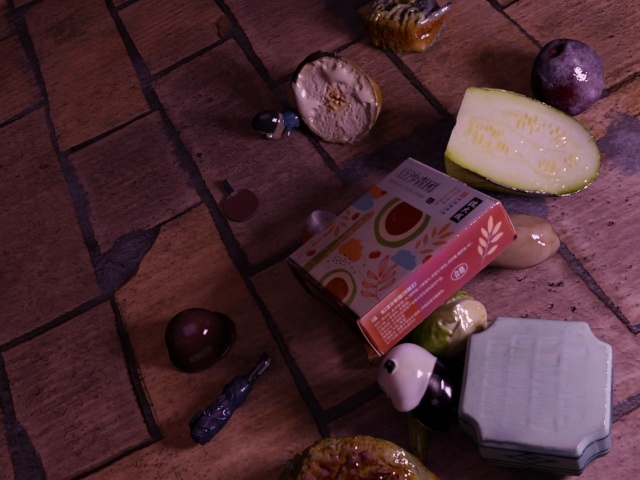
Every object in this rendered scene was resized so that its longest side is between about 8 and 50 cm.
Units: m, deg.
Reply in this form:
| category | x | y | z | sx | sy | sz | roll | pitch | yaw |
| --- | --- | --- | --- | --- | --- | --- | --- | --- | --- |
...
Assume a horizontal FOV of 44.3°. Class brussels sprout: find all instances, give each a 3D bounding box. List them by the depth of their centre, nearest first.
| category | x | y | z | sx | sy | sz | roll | pitch | yaw |
| --- | --- | --- | --- | --- | --- | --- | --- | --- | --- |
| brussels sprout | 0.262 | 0.176 | 1.666 | 0.162 | 0.181 | 0.143 | -21 | 92 | -20 |

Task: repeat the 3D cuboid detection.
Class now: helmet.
| category | x | y | z | sx | sy | sz | roll | pitch | yaw |
| --- | --- | --- | --- | --- | --- | --- | --- | --- | --- |
| helmet | -0.292 | 0.216 | 1.849 | 0.175 | 0.106 | 0.155 | -19 | 53 | -1 |

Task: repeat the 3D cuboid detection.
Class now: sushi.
| category | x | y | z | sx | sy | sz | roll | pitch | yaw |
| --- | --- | --- | --- | --- | --- | --- | --- | --- | --- |
| sushi | 0.252 | -0.627 | 2.241 | 0.274 | 0.139 | 0.184 | 26 | 66 | 34 |

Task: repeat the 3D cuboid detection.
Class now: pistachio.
| category | x | y | z | sx | sy | sz | roll | pitch | yaw |
| --- | --- | --- | --- | --- | --- | --- | --- | --- | --- |
| pistachio | 0.414 | 0.008 | 1.746 | 0.226 | 0.136 | 0.135 | -6 | 54 | 26 |

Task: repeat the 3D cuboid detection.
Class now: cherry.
| category | x | y | z | sx | sy | sz | roll | pitch | yaw |
| --- | --- | --- | --- | --- | --- | --- | --- | --- | --- |
| cherry | 0.607 | -0.410 | 1.945 | 0.195 | 0.195 | 0.195 | -9 | 54 | 12 |

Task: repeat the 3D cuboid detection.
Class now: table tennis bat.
| category | x | y | z | sx | sy | sz | roll | pitch | yaw |
| --- | --- | --- | --- | --- | --- | --- | --- | --- | --- |
| table tennis bat | -0.224 | -0.110 | 2.112 | 0.095 | 0.014 | 0.158 | -34 | 55 | -5 |

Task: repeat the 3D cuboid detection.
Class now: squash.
| category | x | y | z | sx | sy | sz | roll | pitch | yaw |
| --- | --- | --- | --- | --- | --- | --- | --- | --- | --- |
| squash | 0.483 | -0.210 | 1.833 | 0.309 | 0.210 | 0.233 | 13 | 73 | 31 |

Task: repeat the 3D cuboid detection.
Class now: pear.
| category | x | y | z | sx | sy | sz | roll | pitch | yaw |
| --- | --- | --- | --- | --- | --- | --- | --- | --- | --- |
| pear | 0.064 | -0.400 | 2.133 | 0.267 | 0.266 | 0.178 | 10 | 28 | 24 |

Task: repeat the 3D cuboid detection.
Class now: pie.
| category | x | y | z | sx | sy | sz | roll | pitch | yaw |
| --- | --- | --- | --- | --- | --- | --- | --- | --- | --- |
| pie | 0.067 | 0.520 | 1.517 | 0.355 | 0.103 | 0.288 | -6 | 62 | 15 |

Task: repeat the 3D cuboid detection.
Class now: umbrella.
| category | x | y | z | sx | sy | sz | roll | pitch | yaw |
| --- | --- | --- | --- | --- | --- | --- | --- | --- | --- |
| umbrella | -0.197 | 0.346 | 1.748 | 0.071 | 0.071 | 0.248 | 35 | 73 | 34 |

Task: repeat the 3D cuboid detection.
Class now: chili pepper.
| category | x | y | z | sx | sy | sz | roll | pitch | yaw |
| --- | --- | --- | --- | --- | --- | --- | --- | --- | --- |
| chili pepper | 0.192 | 0.376 | 1.616 | 0.043 | 0.049 | 0.208 | -48 | 44 | 35 |

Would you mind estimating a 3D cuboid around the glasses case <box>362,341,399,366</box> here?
| category | x | y | z | sx | sy | sz | roll | pitch | yaw |
| --- | --- | --- | --- | --- | --- | --- | --- | --- | --- |
| glasses case | 0.118 | 0.175 | 1.776 | 0.075 | 0.049 | 0.218 | -21 | 52 | 6 |

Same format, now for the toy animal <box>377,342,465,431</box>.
| category | x | y | z | sx | sy | sz | roll | pitch | yaw |
| --- | --- | --- | --- | --- | --- | --- | --- | --- | --- |
| toy animal | 0.200 | 0.286 | 1.585 | 0.179 | 0.166 | 0.138 | 26 | 105 | 1 |

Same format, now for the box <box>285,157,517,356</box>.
| category | x | y | z | sx | sy | sz | roll | pitch | yaw |
| --- | --- | --- | --- | --- | --- | --- | --- | --- | --- |
| box | 0.164 | 0.021 | 1.712 | 0.385 | 0.122 | 0.344 | -40 | 33 | -9 |

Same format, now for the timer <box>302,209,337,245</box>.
| category | x | y | z | sx | sy | sz | roll | pitch | yaw |
| --- | --- | --- | --- | --- | --- | --- | --- | --- | --- |
| timer | 0.000 | 0.000 | 1.905 | 0.099 | 0.136 | 0.136 | 19 | 59 | -6 |

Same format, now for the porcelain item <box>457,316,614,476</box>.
| category | x | y | z | sx | sy | sz | roll | pitch | yaw |
| --- | --- | --- | --- | --- | --- | --- | --- | --- | --- |
| porcelain item | 0.419 | 0.298 | 1.525 | 0.282 | 0.157 | 0.285 | 0 | 57 | 20 |

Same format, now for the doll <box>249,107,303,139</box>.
| category | x | y | z | sx | sy | sz | roll | pitch | yaw |
| --- | --- | --- | --- | --- | --- | --- | --- | --- | --- |
| doll | -0.108 | -0.327 | 2.189 | 0.180 | 0.088 | 0.102 | -3 | 52 | -13 |
